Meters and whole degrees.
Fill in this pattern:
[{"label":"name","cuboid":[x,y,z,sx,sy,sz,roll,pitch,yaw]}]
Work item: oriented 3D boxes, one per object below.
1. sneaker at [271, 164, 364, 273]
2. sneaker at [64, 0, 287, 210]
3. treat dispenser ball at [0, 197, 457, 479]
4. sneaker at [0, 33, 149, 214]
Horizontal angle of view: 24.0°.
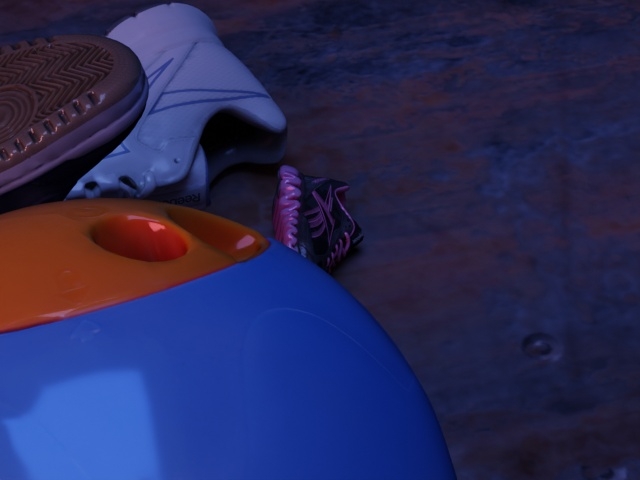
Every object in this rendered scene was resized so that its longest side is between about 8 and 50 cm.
[{"label":"sneaker","cuboid":[0.000,0.000,0.922,0.057,0.047,0.119,8,44,-10]},{"label":"sneaker","cuboid":[-0.143,-0.048,0.923,0.129,0.111,0.297,39,55,25]},{"label":"treat dispenser ball","cuboid":[-0.085,0.126,0.606,0.288,0.288,0.288,1,44,-1]},{"label":"sneaker","cuboid":[-0.194,0.014,0.790,0.282,0.153,0.099,-30,41,-1]}]
